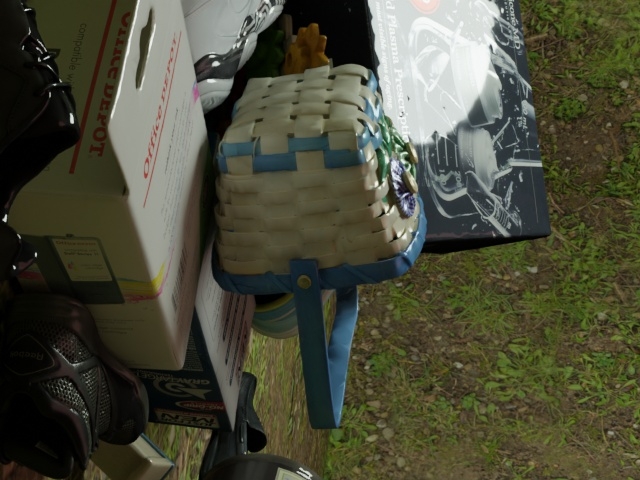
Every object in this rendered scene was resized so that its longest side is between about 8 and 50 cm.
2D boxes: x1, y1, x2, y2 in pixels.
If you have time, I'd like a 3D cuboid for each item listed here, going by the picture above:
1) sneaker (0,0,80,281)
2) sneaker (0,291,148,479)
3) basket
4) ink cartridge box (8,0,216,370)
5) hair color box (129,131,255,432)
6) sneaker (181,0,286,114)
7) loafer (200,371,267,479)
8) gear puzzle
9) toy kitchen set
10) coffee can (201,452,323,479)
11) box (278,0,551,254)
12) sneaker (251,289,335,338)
[{"bbox_3d":[-0.199,-0.103,0.788,0.109,0.130,0.286,55,39,-76],"label":"sneaker"},{"bbox_3d":[-0.205,0.145,1.098,0.227,0.087,0.130,75,22,-61],"label":"sneaker"},{"bbox_3d":[0.000,0.000,1.278,0.255,0.201,0.289,-82,169,-62],"label":"basket"},{"bbox_3d":[-0.171,-0.065,1.067,0.353,0.119,0.207,86,10,-58],"label":"ink cartridge box"},{"bbox_3d":[-0.146,0.051,1.413,0.347,0.105,0.174,83,14,-58],"label":"hair color box"},{"bbox_3d":[-0.112,-0.292,1.317,0.366,0.137,0.210,-73,168,-50],"label":"sneaker"},{"bbox_3d":[-0.114,0.280,1.946,0.223,0.078,0.076,-77,170,-49],"label":"loafer"},{"bbox_3d":[-0.078,-0.149,1.461,0.339,0.044,0.176,-13,-104,62],"label":"gear puzzle"},{"bbox_3d":[-0.205,0.293,1.296,0.207,0.166,0.122,-48,170,-1],"label":"toy kitchen set"},{"bbox_3d":[-0.091,0.437,1.731,0.275,0.201,0.202,-74,167,-58],"label":"coffee can"},{"bbox_3d":[0.095,-0.156,1.576,0.312,0.179,0.343,-3,85,-50],"label":"box"},{"bbox_3d":[0.000,-0.025,1.659,0.319,0.127,0.208,-59,167,-3],"label":"sneaker"}]
